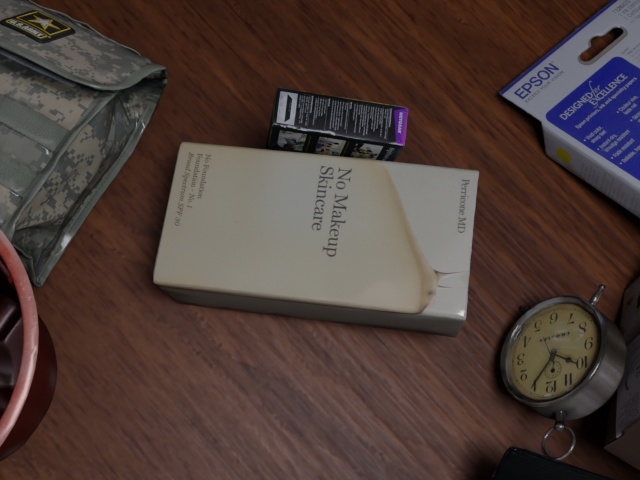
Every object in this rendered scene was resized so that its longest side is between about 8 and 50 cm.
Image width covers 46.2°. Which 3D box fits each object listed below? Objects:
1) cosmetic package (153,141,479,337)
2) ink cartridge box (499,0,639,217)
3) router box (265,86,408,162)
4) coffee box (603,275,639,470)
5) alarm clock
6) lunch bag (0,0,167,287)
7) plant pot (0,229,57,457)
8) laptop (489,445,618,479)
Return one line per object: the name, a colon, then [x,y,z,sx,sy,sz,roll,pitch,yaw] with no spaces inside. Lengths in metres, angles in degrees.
cosmetic package: [0.000,0.000,0.789,0.310,0.113,0.160,5,74,7]
ink cartridge box: [0.437,-0.169,0.933,0.304,0.072,0.307,-39,59,-15]
router box: [0.008,-0.100,0.813,0.133,0.179,0.046,8,76,-7]
coffee box: [0.395,0.139,0.790,0.141,0.098,0.246,32,43,2]
alarm clock: [0.259,0.145,0.803,0.064,0.129,0.192,38,51,-27]
lunch bag: [-0.328,-0.135,0.786,0.235,0.169,0.287,25,66,3]
plant pot: [-0.360,0.108,0.661,0.273,0.265,0.272,2,76,-7]
laptop: [0.247,0.373,0.736,0.234,0.136,0.264,19,115,-3]
